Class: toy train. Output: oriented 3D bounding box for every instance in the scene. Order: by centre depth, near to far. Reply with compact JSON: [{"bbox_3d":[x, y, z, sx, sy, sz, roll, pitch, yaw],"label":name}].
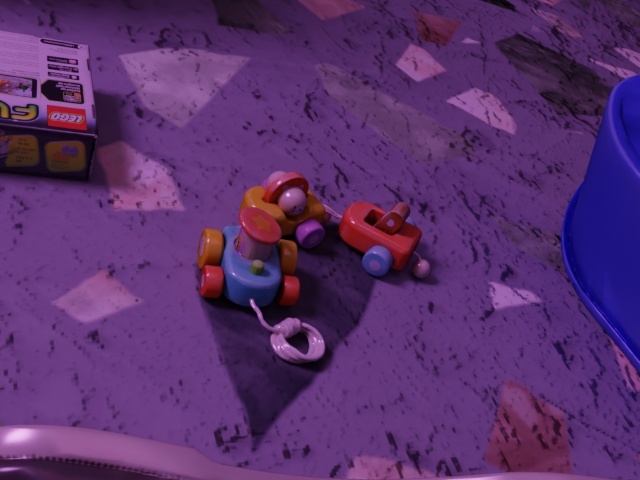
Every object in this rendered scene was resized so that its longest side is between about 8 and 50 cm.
[{"bbox_3d":[0.000,0.000,0.564,0.125,0.046,0.166,32,37,13],"label":"toy train"}]

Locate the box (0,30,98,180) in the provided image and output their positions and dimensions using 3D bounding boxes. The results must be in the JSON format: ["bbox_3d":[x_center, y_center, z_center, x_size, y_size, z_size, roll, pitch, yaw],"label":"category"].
[{"bbox_3d":[-0.248,-0.095,0.562,0.207,0.036,0.114,5,40,-22],"label":"box"}]

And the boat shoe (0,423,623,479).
[{"bbox_3d":[0.018,0.144,0.355,0.335,0.112,0.095,8,56,-10],"label":"boat shoe"}]

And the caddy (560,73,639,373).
[{"bbox_3d":[0.315,0.020,0.602,0.241,0.179,0.341,-19,49,-12],"label":"caddy"}]
